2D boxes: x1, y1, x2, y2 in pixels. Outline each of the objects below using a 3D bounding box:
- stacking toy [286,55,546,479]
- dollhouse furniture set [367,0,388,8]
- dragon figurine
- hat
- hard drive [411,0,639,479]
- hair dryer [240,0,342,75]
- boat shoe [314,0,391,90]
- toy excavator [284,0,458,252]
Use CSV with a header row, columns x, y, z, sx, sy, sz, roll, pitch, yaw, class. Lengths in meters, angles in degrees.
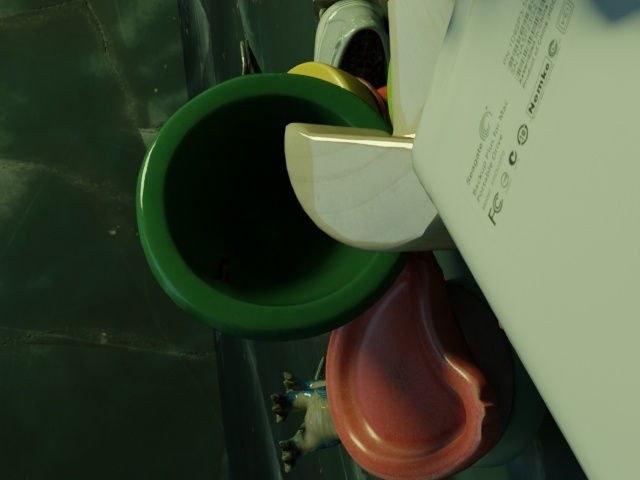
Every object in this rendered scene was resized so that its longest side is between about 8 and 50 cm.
x,y,z,sx,sy,sz,roll,pitch,yaw,class
0.105,-0.011,0.760,0.279,0.130,0.308,-37,61,47,stacking toy
0.053,-0.156,0.465,0.182,0.101,0.161,36,175,25,dollhouse furniture set
0.038,0.159,1.105,0.289,0.144,0.085,0,-99,-82,dragon figurine
-0.029,-0.002,0.792,0.183,0.173,0.208,86,169,-66,hat
0.114,-0.031,0.382,0.307,0.040,0.203,-113,32,-53,hard drive
-0.043,-0.081,1.108,0.223,0.080,0.293,-45,-39,-48,hair dryer
0.026,-0.093,1.020,0.081,0.079,0.227,-111,20,-63,boat shoe
0.003,-0.269,0.653,0.445,0.222,0.432,41,118,36,toy excavator
